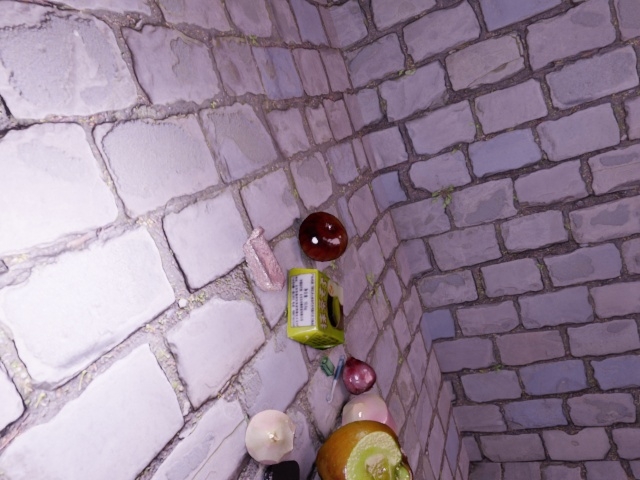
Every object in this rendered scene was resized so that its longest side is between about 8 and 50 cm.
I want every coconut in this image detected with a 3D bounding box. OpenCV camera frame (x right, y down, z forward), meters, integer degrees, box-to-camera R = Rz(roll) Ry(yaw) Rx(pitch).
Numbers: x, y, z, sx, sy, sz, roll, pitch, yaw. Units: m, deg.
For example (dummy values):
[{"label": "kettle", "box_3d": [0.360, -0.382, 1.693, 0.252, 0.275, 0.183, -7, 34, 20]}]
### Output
[{"label": "coconut", "box_3d": [0.208, 0.813, 2.120, 0.245, 0.233, 0.233, 63, 28, -27]}, {"label": "coconut", "box_3d": [-0.153, 0.613, 1.488, 0.171, 0.183, 0.170, 6, 69, -16]}]

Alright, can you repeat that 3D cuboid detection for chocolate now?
[{"label": "chocolate", "box_3d": [-0.011, 0.289, 2.007, 0.289, 0.137, 0.300, 37, 45, -53]}]

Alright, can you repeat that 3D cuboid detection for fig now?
[{"label": "fig", "box_3d": [0.004, -0.011, 2.134, 0.235, 0.214, 0.234, 7, 78, -36]}]

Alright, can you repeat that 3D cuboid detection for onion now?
[{"label": "onion", "box_3d": [0.169, 0.618, 2.216, 0.194, 0.159, 0.159, 60, 20, 19]}]

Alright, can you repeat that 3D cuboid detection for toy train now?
[{"label": "toy train", "box_3d": [0.033, 0.554, 2.082, 0.093, 0.038, 0.056, 59, 28, -31]}]

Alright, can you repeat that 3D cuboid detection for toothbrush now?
[{"label": "toothbrush", "box_3d": [0.071, 0.617, 2.151, 0.025, 0.019, 0.275, 56, 31, -21]}]

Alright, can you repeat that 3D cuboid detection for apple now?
[{"label": "apple", "box_3d": [0.176, 0.875, 1.791, 0.374, 0.374, 0.384, 66, -12, -21]}]

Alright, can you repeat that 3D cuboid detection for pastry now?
[{"label": "pastry", "box_3d": [-0.216, 0.071, 1.740, 0.103, 0.112, 0.265, -42, 123, -53]}]

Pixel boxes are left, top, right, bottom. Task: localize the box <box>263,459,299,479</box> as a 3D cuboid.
[{"label": "box", "box_3d": [-0.129, 0.856, 1.594, 0.201, 0.042, 0.212, 35, 48, -55]}]
